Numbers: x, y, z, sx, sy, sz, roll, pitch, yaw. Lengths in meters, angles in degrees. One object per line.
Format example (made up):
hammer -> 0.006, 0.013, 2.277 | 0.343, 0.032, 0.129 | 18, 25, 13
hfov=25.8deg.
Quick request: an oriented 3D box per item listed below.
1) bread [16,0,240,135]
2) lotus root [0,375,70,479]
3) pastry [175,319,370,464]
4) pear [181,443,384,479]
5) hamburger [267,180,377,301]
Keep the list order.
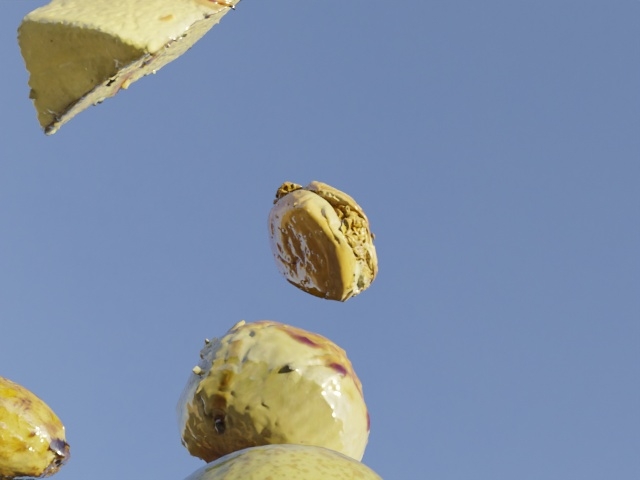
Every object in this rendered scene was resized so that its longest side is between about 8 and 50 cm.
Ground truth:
bread -> -0.161, -0.197, 1.431 | 0.178, 0.240, 0.135 | 14, -55, 33
lotus root -> -0.360, 0.167, 1.316 | 0.258, 0.110, 0.097 | 9, -74, 1
pastry -> -0.050, 0.201, 1.870 | 0.256, 0.236, 0.170 | 23, -40, 14
pear -> -0.014, 0.173, 0.653 | 0.137, 0.167, 0.167 | -4, -56, 8
hamburger -> 0.000, 0.000, 1.665 | 0.147, 0.083, 0.138 | 20, -53, 46
